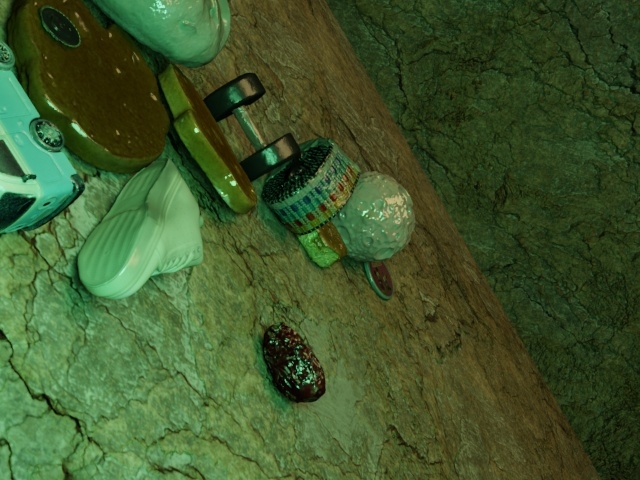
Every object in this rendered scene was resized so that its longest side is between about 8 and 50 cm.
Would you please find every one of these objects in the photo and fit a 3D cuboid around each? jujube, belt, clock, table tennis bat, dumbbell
[{"bbox_3d":[-0.054,0.237,1.389,0.166,0.104,0.104,56,17,27],"label":"jujube"},{"bbox_3d":[-0.026,-0.136,1.760,0.150,0.207,0.257,52,38,-26],"label":"belt"},{"bbox_3d":[-0.431,-0.355,1.210,0.083,0.010,0.074,21,45,-58],"label":"clock"},{"bbox_3d":[0.157,0.063,2.163,0.153,0.040,0.244,-1,69,-64],"label":"table tennis bat"},{"bbox_3d":[-0.161,-0.259,1.680,0.218,0.152,0.152,59,21,-6],"label":"dumbbell"}]

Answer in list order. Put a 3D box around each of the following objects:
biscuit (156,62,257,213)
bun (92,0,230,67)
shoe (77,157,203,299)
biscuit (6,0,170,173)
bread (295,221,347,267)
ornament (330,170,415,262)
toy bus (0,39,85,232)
[{"bbox_3d":[-0.240,-0.202,1.496,0.343,0.057,0.287,60,5,-6],"label":"biscuit"},{"bbox_3d":[-0.327,-0.519,1.505,0.354,0.194,0.354,40,16,-14],"label":"bun"},{"bbox_3d":[-0.264,0.012,1.159,0.160,0.132,0.363,56,17,-26],"label":"shoe"},{"bbox_3d":[-0.408,-0.292,1.280,0.381,0.074,0.359,61,19,6],"label":"biscuit"},{"bbox_3d":[0.000,0.000,1.837,0.140,0.069,0.128,59,22,-2],"label":"bread"},{"bbox_3d":[0.146,-0.068,2.022,0.259,0.225,0.259,42,29,-29],"label":"ornament"},{"bbox_3d":[-0.445,-0.136,0.920,0.271,0.133,0.165,58,26,-1],"label":"toy bus"}]
